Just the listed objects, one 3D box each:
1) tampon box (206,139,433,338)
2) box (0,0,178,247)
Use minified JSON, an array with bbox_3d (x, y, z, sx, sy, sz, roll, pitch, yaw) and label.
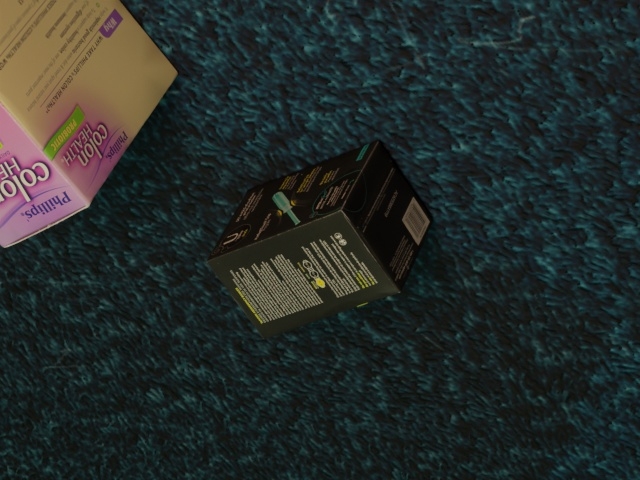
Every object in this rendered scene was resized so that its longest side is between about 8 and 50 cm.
[{"bbox_3d":[0.000,0.000,1.710,0.161,0.120,0.101,-20,117,34],"label":"tampon box"},{"bbox_3d":[-0.276,-0.160,1.633,0.117,0.213,0.243,-25,115,35],"label":"box"}]
